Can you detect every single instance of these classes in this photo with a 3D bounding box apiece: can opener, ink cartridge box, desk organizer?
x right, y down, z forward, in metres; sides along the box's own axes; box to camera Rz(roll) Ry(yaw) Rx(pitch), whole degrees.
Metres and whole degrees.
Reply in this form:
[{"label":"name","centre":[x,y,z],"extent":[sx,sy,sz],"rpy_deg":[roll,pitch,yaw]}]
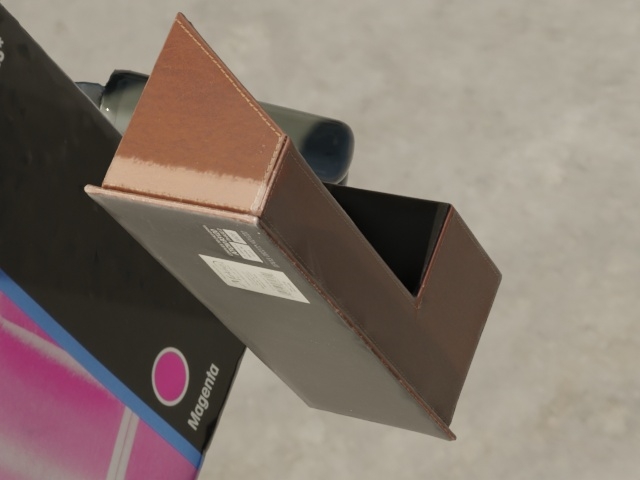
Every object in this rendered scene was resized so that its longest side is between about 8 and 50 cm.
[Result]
[{"label":"can opener","centre":[-0.120,-0.060,1.150],"extent":[0.280,0.074,0.093],"rpy_deg":[9,63,-2]},{"label":"ink cartridge box","centre":[-0.156,-0.006,0.636],"extent":[0.371,0.069,0.175],"rpy_deg":[48,52,-42]},{"label":"desk organizer","centre":[0.000,0.000,0.454],"extent":[0.130,0.047,0.050],"rpy_deg":[49,57,-54]}]
